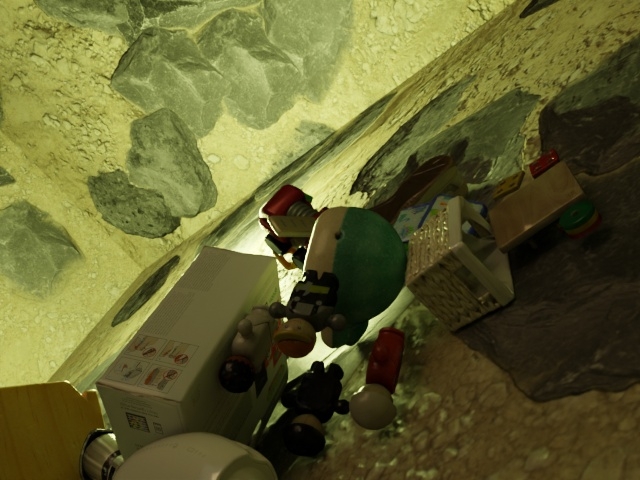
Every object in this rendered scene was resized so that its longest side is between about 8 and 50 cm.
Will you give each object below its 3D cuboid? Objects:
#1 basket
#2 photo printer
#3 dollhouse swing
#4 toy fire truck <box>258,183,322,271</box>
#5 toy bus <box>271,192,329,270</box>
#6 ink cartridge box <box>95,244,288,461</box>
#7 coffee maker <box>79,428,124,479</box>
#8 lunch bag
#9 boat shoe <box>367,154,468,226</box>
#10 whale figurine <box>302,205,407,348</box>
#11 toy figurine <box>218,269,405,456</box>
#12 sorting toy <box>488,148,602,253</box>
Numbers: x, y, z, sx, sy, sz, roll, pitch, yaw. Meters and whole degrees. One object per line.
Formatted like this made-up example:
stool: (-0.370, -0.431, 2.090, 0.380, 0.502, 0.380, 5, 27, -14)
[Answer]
basket: (0.191, 0.032, 0.996, 0.103, 0.113, 0.167, -40, 14, 25)
photo printer: (-0.169, 0.364, 0.778, 0.256, 0.107, 0.307, -17, 50, 47)
dollhouse swing: (-0.586, 0.446, 1.228, 0.305, 0.315, 0.347, -25, -16, 25)
toy fire truck: (-0.040, -0.028, 1.384, 0.158, 0.217, 0.246, -47, -29, -17)
toy bus: (-0.012, -0.001, 1.610, 0.191, 0.202, 0.104, -75, 4, -53)
ink cartridge box: (-0.167, 0.210, 1.068, 0.130, 0.271, 0.309, 8, 37, 18)
coffee maker: (-0.300, 0.380, 1.214, 0.171, 0.120, 0.178, -18, 13, -35)
lunch bag: (0.188, -0.007, 1.163, 0.151, 0.096, 0.128, -12, 28, 36)
boat shoe: (0.146, -0.026, 1.309, 0.302, 0.098, 0.109, -42, 28, -7)
whale figurine: (0.062, 0.067, 1.077, 0.141, 0.272, 0.216, 6, 58, 14)
toy figurine: (-0.013, 0.167, 0.943, 0.213, 0.209, 0.148, -31, 24, 39)
sorting toy: (0.311, -0.041, 1.013, 0.132, 0.046, 0.274, -37, 16, 20)
